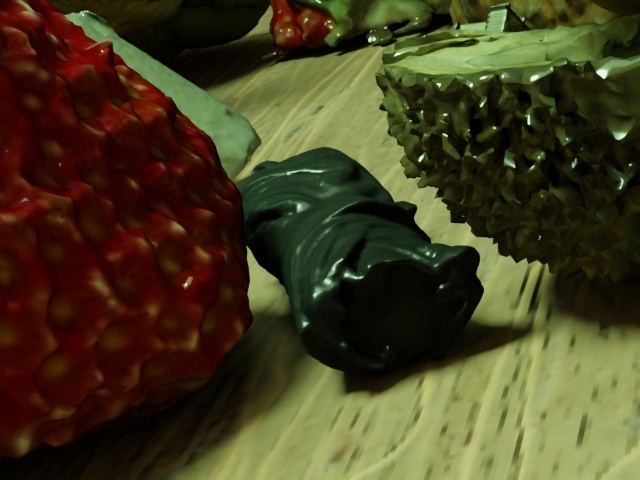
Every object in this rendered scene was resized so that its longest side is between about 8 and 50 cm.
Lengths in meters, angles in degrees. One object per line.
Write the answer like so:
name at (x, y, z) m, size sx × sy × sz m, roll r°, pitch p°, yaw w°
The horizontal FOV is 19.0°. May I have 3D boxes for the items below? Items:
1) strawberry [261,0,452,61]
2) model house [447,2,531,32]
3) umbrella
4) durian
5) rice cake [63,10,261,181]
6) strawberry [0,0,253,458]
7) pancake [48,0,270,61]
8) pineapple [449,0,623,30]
strawberry at (0.094, -0.245, 1.372) m, size 0.253 × 0.150 × 0.280 m, roll -5°, pitch 21°, yaw 44°
model house at (0.068, -0.069, 0.926) m, size 0.058 × 0.057 × 0.083 m, roll -1°, pitch 66°, yaw 36°
umbrella at (0.000, 0.000, 0.763) m, size 0.066 × 0.059 × 0.235 m, roll -3°, pitch 13°, yaw -14°
durian at (0.112, -0.080, 0.679) m, size 0.196 × 0.196 × 0.167 m, roll -24°, pitch 31°, yaw -22°
rice cake at (-0.145, -0.099, 0.980) m, size 0.052 × 0.256 × 0.057 m, roll -44°, pitch 20°, yaw 44°
strawberry at (-0.196, -0.012, 0.695) m, size 0.351 × 0.267 × 0.312 m, roll 3°, pitch -1°, yaw -26°
pancake at (-0.219, -0.160, 1.408) m, size 0.387 × 0.082 × 0.387 m, roll -8°, pitch -6°, yaw -1°
pineapple at (0.186, -0.134, 0.941) m, size 0.248 × 0.128 × 0.128 m, roll 4°, pitch 25°, yaw 41°
